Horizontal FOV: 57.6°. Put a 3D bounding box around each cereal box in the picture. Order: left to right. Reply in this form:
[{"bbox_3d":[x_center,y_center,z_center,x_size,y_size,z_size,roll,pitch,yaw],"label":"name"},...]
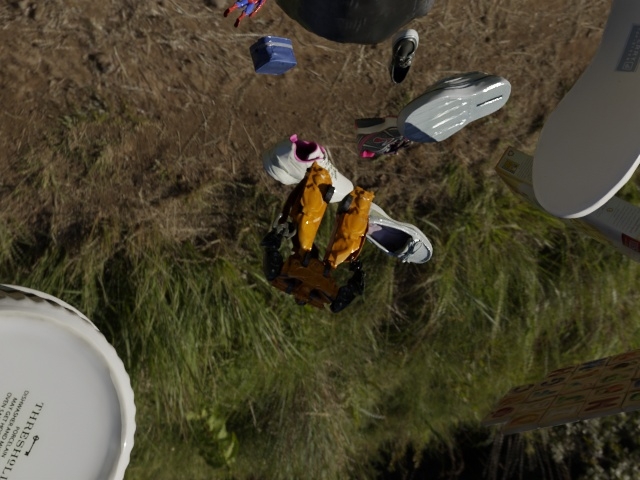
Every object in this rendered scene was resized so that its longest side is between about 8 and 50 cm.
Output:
[{"bbox_3d":[0.385,-0.046,0.856,0.047,0.240,0.173,-57,149,6],"label":"cereal box"}]

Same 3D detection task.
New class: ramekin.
[{"bbox_3d":[-0.231,0.132,0.406,0.207,0.109,0.207,5,81,-33],"label":"ramekin"}]

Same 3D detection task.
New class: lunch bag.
[{"bbox_3d":[-0.106,-0.400,1.249,0.098,0.067,0.065,-12,86,-48],"label":"lunch bag"}]

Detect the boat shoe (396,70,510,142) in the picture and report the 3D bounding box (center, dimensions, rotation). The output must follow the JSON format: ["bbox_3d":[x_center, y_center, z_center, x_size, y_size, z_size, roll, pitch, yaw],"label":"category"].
[{"bbox_3d":[0.200,-0.218,0.936,0.226,0.076,0.083,-20,134,-28],"label":"boat shoe"}]

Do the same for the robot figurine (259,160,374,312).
[{"bbox_3d":[0.000,0.000,1.098,0.211,0.291,0.085,27,147,-12],"label":"robot figurine"}]

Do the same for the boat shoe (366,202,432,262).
[{"bbox_3d":[0.223,-0.005,1.777,0.320,0.103,0.118,33,115,-29],"label":"boat shoe"}]

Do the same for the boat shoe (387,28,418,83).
[{"bbox_3d":[0.153,-0.337,1.074,0.049,0.142,0.040,-7,79,-2],"label":"boat shoe"}]

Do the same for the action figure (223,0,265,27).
[{"bbox_3d":[-0.125,-0.404,0.997,0.038,0.115,0.030,39,141,-9],"label":"action figure"}]

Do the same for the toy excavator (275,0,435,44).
[{"bbox_3d":[0.118,-0.382,0.288,0.432,0.222,0.446,-15,77,-9],"label":"toy excavator"}]

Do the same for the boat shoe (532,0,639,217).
[{"bbox_3d":[0.201,-0.097,0.391,0.063,0.066,0.184,23,85,-51],"label":"boat shoe"}]

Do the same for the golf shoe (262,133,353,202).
[{"bbox_3d":[-0.011,-0.200,1.654,0.306,0.115,0.140,19,138,-33],"label":"golf shoe"}]

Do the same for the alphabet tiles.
[{"bbox_3d":[0.427,0.220,0.897,0.342,0.011,0.285,-27,172,35],"label":"alphabet tiles"}]

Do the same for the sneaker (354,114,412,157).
[{"bbox_3d":[0.213,-0.296,1.650,0.120,0.299,0.112,-6,99,-31],"label":"sneaker"}]
